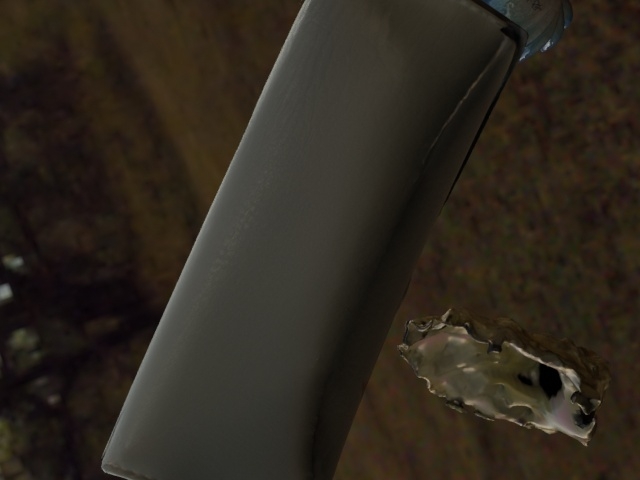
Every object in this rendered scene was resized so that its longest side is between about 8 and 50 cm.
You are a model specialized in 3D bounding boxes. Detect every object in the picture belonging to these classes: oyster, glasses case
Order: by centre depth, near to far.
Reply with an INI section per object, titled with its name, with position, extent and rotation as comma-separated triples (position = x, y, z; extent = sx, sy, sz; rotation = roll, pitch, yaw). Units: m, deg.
[glasses case]
position = 0.002, 0.001, 0.875
extent = 0.128, 0.308, 0.083
rotation = 20, 169, 23
[oyster]
position = 0.146, 0.090, 1.235
extent = 0.133, 0.209, 0.072
rotation = -28, 41, 56

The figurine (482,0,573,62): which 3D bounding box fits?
[figurine]
position = 0.160, -0.200, 1.431
extent = 0.079, 0.114, 0.114
rotation = 21, 132, 63
